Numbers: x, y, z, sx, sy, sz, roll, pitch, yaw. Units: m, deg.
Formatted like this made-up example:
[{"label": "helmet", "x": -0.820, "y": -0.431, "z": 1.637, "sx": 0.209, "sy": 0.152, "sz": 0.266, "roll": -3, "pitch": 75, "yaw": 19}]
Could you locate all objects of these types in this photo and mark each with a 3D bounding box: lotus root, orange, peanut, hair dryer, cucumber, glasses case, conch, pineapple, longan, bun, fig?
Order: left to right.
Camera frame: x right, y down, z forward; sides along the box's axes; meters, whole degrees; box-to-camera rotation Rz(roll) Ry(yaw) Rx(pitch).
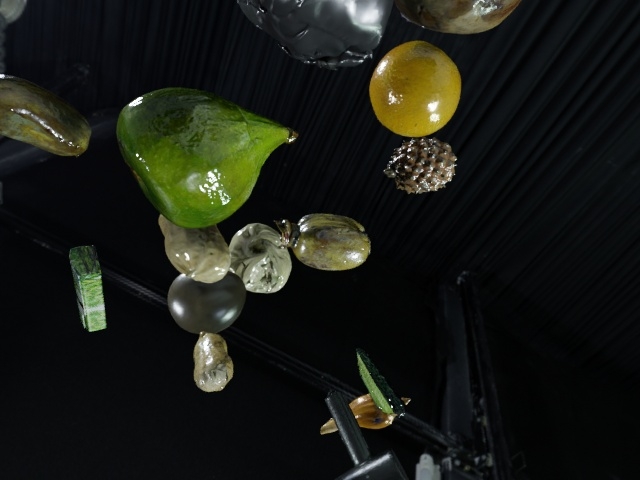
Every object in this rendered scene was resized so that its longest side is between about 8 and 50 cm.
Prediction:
[{"label": "lotus root", "x": -0.750, "y": -0.328, "z": 1.112, "sx": 0.275, "sy": 0.160, "sz": 0.151, "roll": 26, "pitch": -113, "yaw": -55}, {"label": "glasses case", "x": -0.616, "y": 0.135, "z": 1.124, "sx": 0.062, "sy": 0.272, "sz": 0.095, "roll": -10, "pitch": -126, "yaw": -30}, {"label": "peanut", "x": -0.292, "y": 0.003, "z": 0.971, "sx": 0.129, "sy": 0.129, "sz": 0.224, "roll": -7, "pitch": -129, "yaw": -42}, {"label": "longan", "x": -0.323, "y": 0.173, "z": 1.219, "sx": 0.221, "sy": 0.196, "sz": 0.196, "roll": -6, "pitch": -134, "yaw": -27}, {"label": "peanut", "x": -0.257, "y": 0.285, "z": 0.996, "sx": 0.100, "sy": 0.099, "sz": 0.214, "roll": 9, "pitch": -166, "yaw": -27}, {"label": "fig", "x": -0.154, "y": -0.139, "z": 0.615, "sx": 0.235, "sy": 0.203, "sz": 0.203, "roll": -34, "pitch": -117, "yaw": -18}, {"label": "bun", "x": -0.198, "y": 0.060, "z": 1.371, "sx": 0.210, "sy": 0.116, "sz": 0.237, "roll": -31, "pitch": -95, "yaw": -14}, {"label": "lotus root", "x": -0.001, "y": 0.002, "z": 1.125, "sx": 0.279, "sy": 0.153, "sz": 0.154, "roll": 8, "pitch": -142, "yaw": -16}, {"label": "hair dryer", "x": 0.051, "y": 0.538, "z": 1.058, "sx": 0.245, "sy": 0.116, "sz": 0.302, "roll": -28, "pitch": -127, "yaw": -2}, {"label": "conch", "x": 0.145, "y": 0.584, "z": 1.403, "sx": 0.093, "sy": 0.331, "sz": 0.109, "roll": -90, "pitch": -26, "yaw": -76}, {"label": "cucumber", "x": 0.140, "y": 0.351, "z": 1.003, "sx": 0.046, "sy": 0.070, "sz": 0.220, "roll": -3, "pitch": -154, "yaw": -19}, {"label": "orange", "x": 0.228, "y": -0.361, "z": 1.025, "sx": 0.237, "sy": 0.236, "sz": 0.236, "roll": 19, "pitch": -146, "yaw": -14}, {"label": "pineapple", "x": 0.264, "y": -0.204, "z": 1.158, "sx": 0.193, "sy": 0.166, "sz": 0.166, "roll": -13, "pitch": -135, "yaw": -9}, {"label": "lotus root", "x": 0.271, "y": -0.486, "z": 0.750, "sx": 0.273, "sy": 0.272, "sz": 0.192, "roll": 9, "pitch": -147, "yaw": -27}]

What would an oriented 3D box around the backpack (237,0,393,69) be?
[{"label": "backpack", "x": -0.021, "y": -0.499, "z": 0.712, "sx": 0.255, "sy": 0.362, "sz": 0.446, "roll": -2, "pitch": -151, "yaw": -31}]
